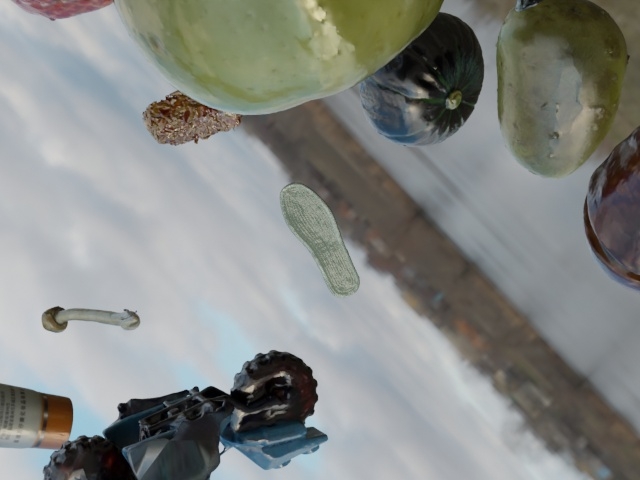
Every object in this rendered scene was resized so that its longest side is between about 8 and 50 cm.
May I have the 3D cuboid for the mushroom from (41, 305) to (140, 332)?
[{"bbox_3d":[-0.287,0.105,1.885,0.306,0.068,0.043,-4,111,55],"label":"mushroom"}]

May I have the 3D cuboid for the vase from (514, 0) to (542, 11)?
[{"bbox_3d":[0.255,-0.398,1.944,0.167,0.059,0.059,60,-179,-14],"label":"vase"}]

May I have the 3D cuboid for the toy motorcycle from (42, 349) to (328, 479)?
[{"bbox_3d":[-0.177,0.319,1.977,0.172,0.416,0.232,15,127,62],"label":"toy motorcycle"}]

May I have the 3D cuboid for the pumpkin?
[{"bbox_3d":[0.160,-0.300,2.530,0.248,0.248,0.248,45,-175,-5],"label":"pumpkin"}]

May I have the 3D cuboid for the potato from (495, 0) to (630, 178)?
[{"bbox_3d":[0.381,-0.250,2.286,0.210,0.307,0.173,4,-157,0],"label":"potato"}]

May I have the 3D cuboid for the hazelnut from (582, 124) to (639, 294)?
[{"bbox_3d":[0.368,-0.041,1.495,0.178,0.178,0.204,48,159,28],"label":"hazelnut"}]

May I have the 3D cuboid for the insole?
[{"bbox_3d":[0.000,0.000,1.628,0.153,0.053,0.002,64,178,-17],"label":"insole"}]

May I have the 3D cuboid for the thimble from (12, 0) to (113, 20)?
[{"bbox_3d":[-0.370,-0.507,2.068,0.350,0.350,0.230,49,-179,33],"label":"thimble"}]

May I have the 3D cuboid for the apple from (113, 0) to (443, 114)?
[{"bbox_3d":[-0.064,-0.401,1.814,0.473,0.473,0.473,45,-175,-5],"label":"apple"}]

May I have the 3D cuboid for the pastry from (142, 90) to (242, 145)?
[{"bbox_3d":[-0.187,-0.188,2.177,0.087,0.169,0.063,69,-175,-51],"label":"pastry"}]

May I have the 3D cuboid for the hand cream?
[{"bbox_3d":[-0.536,0.265,2.163,0.314,0.140,0.089,16,156,-29],"label":"hand cream"}]
